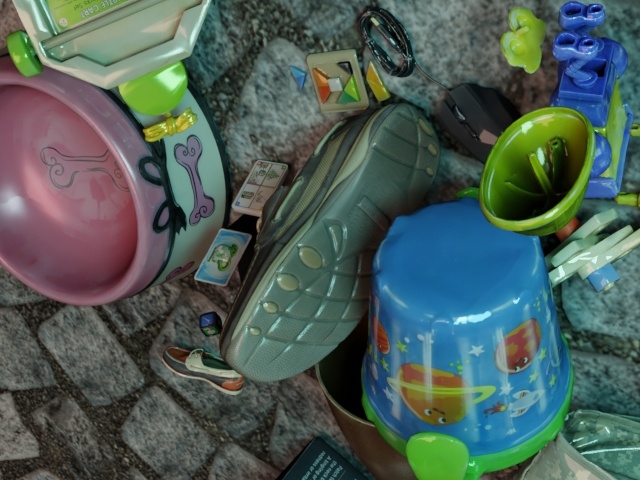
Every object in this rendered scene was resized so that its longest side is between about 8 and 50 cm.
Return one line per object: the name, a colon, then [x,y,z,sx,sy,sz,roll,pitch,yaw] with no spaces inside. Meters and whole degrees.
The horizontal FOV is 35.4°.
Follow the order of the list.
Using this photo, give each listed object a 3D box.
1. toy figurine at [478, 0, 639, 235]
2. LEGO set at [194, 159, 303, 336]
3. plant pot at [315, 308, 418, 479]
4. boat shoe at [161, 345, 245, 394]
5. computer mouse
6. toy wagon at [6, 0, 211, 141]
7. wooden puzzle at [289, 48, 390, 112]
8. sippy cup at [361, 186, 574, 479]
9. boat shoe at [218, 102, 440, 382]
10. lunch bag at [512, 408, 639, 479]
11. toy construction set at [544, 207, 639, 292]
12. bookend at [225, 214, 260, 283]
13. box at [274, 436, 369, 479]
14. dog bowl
toy figurine: [0.268,-0.096,0.916,0.191,0.363,0.217,4,145,21]
LEGO set: [-0.047,0.022,1.212,0.182,0.244,0.060,11,151,29]
plant pot: [0.114,0.214,1.251,0.215,0.215,0.230,15,139,24]
boat shoe: [-0.173,0.184,1.491,0.137,0.049,0.043,21,123,17]
computer mouse: [0.131,-0.165,1.102,0.242,0.041,0.071,41,131,5]
toy wagon: [-0.242,-0.282,1.169,0.267,0.068,0.345,-22,108,3]
wooden puzzle: [0.020,-0.185,1.175,0.116,0.014,0.079,-8,112,35]
sippy cup: [0.146,0.085,1.041,0.224,0.240,0.305,78,167,-46]
boat shoe: [0.000,0.000,1.117,0.130,0.355,0.132,11,150,53]
lunch bag: [0.356,0.338,1.180,0.287,0.169,0.235,28,128,9]
toy construction set: [0.388,0.071,1.029,0.328,0.151,0.215,45,156,10]
bookend: [-0.031,0.049,1.307,0.156,0.072,0.157,6,119,28]
box: [0.003,0.634,1.487,0.471,0.297,0.480,41,131,6]
dog bowl: [-0.330,-0.089,1.360,0.407,0.150,0.408,15,123,24]
